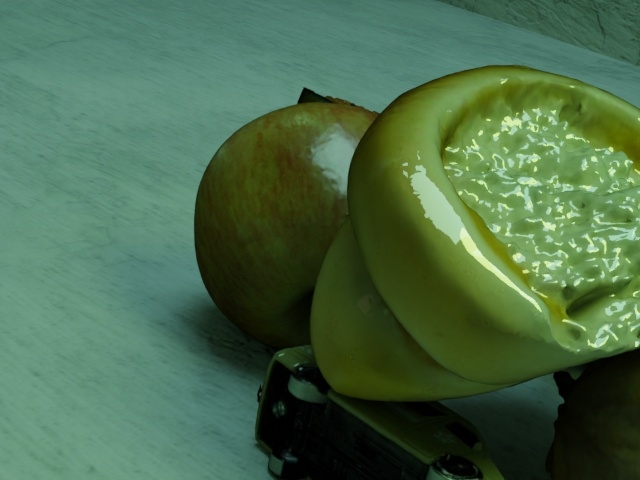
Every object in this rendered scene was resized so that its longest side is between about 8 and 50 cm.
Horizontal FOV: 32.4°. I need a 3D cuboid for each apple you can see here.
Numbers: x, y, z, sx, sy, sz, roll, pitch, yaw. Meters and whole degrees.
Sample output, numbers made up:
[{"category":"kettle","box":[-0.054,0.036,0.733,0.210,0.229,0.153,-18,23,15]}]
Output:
[{"category":"apple","box":[0.000,0.000,1.146,0.264,0.264,0.264,11,21,-4]}]

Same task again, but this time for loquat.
[{"category":"loquat","box":[0.311,0.177,0.927,0.238,0.193,0.238,2,8,0]}]

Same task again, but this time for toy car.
[{"category":"toy car","box":[0.062,0.179,0.926,0.124,0.101,0.256,-7,27,-45]}]

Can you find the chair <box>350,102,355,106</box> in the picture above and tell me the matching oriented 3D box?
[{"category":"chair","box":[0.046,-0.058,1.498,0.174,0.149,0.213,19,50,-45]}]

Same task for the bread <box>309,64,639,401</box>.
[{"category":"bread","box":[0.199,0.016,0.957,0.424,0.245,0.329,-15,41,-43]}]

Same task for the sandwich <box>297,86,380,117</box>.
[{"category":"sandwich","box":[0.048,-0.197,1.930,0.235,0.079,0.159,27,15,25]}]
